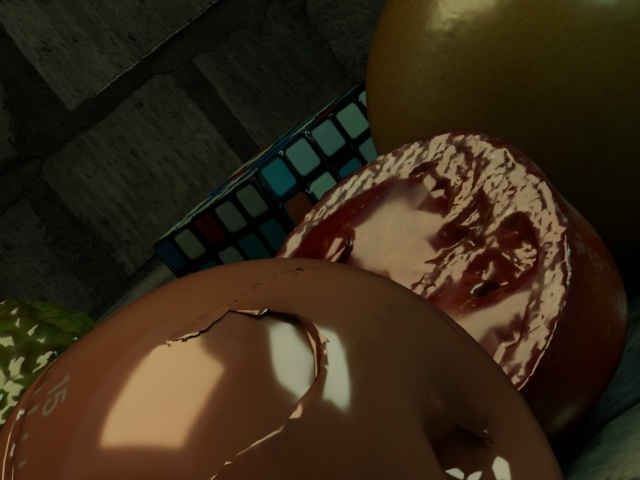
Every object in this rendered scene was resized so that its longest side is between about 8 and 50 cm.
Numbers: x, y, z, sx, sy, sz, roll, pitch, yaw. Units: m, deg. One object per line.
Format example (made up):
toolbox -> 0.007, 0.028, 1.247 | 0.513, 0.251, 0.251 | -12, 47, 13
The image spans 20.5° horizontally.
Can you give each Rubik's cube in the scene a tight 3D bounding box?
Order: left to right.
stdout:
Rubik's cube -> 0.000, 0.000, 1.561 | 0.184, 0.187, 0.182 | -41, 6, -39

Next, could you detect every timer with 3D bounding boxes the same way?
timer -> -0.017, 0.124, 0.681 | 0.215, 0.229, 0.229 | -34, 8, 33

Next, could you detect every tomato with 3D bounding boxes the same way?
tomato -> 0.081, 0.057, 0.995 | 0.200, 0.139, 0.233 | -45, 41, 9

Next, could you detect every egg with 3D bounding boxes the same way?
egg -> 0.180, -0.117, 1.144 | 0.322, 0.250, 0.250 | -29, 2, -25

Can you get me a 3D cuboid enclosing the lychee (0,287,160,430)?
lychee -> -0.159, 0.159, 1.088 | 0.270, 0.270, 0.320 | -176, 100, -79
